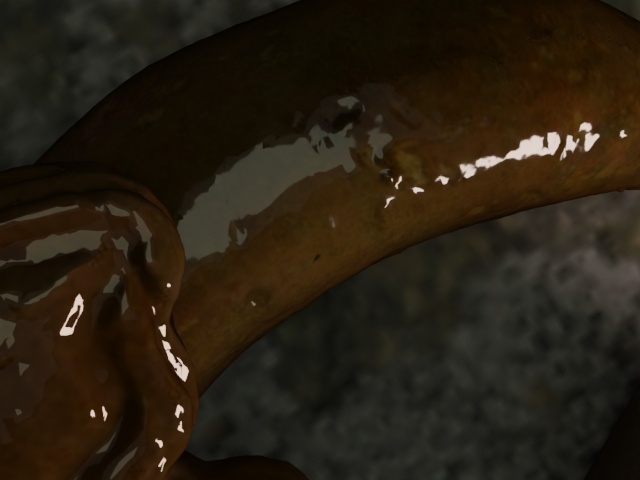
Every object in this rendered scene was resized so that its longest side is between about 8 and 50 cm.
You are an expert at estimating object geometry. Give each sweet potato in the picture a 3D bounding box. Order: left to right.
[{"bbox_3d":[0.001,-0.007,0.459,0.346,0.079,0.108,-27,122,-10],"label":"sweet potato"}]

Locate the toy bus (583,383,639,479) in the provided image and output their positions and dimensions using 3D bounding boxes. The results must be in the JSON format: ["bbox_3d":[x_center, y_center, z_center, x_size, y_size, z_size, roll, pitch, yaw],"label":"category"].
[{"bbox_3d":[0.087,0.122,0.455,0.103,0.091,0.182,32,81,-4],"label":"toy bus"}]

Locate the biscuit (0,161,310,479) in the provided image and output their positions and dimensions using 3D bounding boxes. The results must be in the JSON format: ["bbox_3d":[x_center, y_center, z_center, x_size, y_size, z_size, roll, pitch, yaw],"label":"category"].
[{"bbox_3d":[-0.098,0.118,0.406,0.208,0.041,0.290,19,105,-9],"label":"biscuit"}]
